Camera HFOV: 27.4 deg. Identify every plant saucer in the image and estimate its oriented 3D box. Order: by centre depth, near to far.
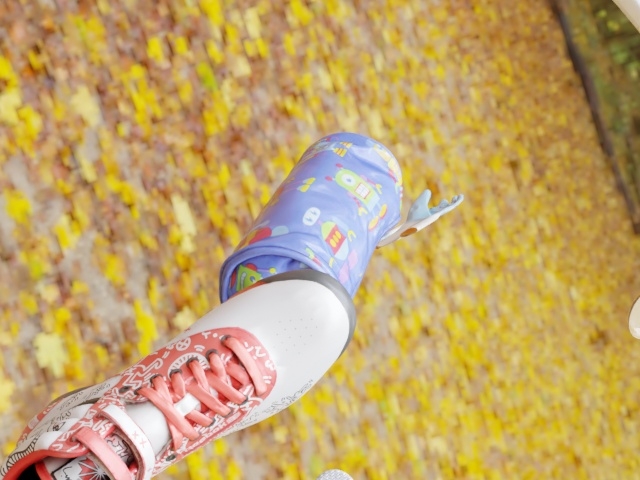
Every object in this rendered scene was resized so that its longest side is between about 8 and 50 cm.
[{"bbox_3d":[0.458,0.098,1.841,0.015,0.083,0.083,36,-18,49],"label":"plant saucer"}]

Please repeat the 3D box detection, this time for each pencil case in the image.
[{"bbox_3d":[0.000,0.000,1.297,0.133,0.119,0.306,32,30,-2],"label":"pencil case"}]

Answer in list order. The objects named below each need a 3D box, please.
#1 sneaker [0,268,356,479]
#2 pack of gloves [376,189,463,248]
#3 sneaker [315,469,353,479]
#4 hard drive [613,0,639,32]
[{"bbox_3d":[-0.099,0.120,0.891,0.090,0.270,0.145,60,15,-11],"label":"sneaker"},{"bbox_3d":[0.111,-0.028,2.070,0.232,0.195,0.046,-29,95,-59],"label":"pack of gloves"},{"bbox_3d":[0.033,0.498,2.030,0.153,0.101,0.269,105,-26,-65],"label":"sneaker"},{"bbox_3d":[0.457,-0.360,1.658,0.353,0.047,0.233,31,77,-50],"label":"hard drive"}]
